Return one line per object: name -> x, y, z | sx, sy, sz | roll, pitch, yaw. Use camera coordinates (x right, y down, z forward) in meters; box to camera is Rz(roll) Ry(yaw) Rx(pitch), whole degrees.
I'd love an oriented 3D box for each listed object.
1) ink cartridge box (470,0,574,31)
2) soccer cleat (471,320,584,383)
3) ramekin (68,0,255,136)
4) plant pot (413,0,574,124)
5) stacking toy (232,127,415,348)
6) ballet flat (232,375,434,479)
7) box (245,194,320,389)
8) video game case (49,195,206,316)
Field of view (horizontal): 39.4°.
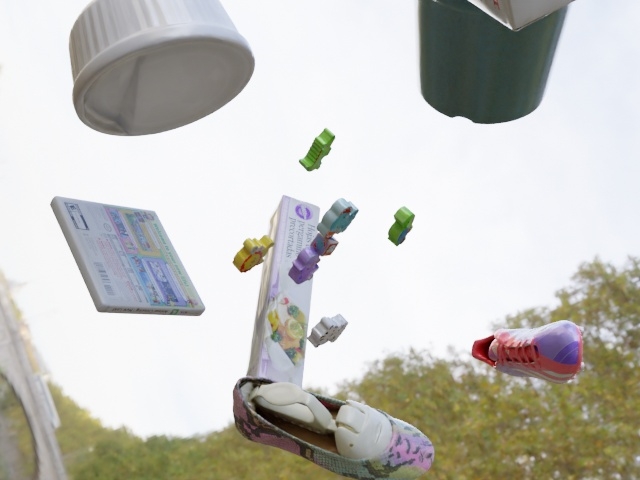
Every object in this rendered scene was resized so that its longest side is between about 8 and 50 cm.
ink cartridge box -> 0.098, -0.211, 0.548 | 0.150, 0.063, 0.109 | 57, -7, 51
soccer cleat -> 0.284, 0.153, 1.225 | 0.248, 0.095, 0.083 | 131, -38, -80
ramekin -> -0.243, -0.273, 1.313 | 0.127, 0.272, 0.273 | 68, -23, 15
plant pot -> 0.307, -0.416, 1.624 | 0.341, 0.341, 0.334 | 51, -26, 38
stacking toy -> 0.000, 0.000, 1.090 | 0.167, 0.052, 0.221 | 44, -63, 23
ballet flat -> 0.005, 0.186, 0.905 | 0.221, 0.077, 0.079 | 12, -40, 22
box -> -0.050, 0.082, 1.213 | 0.067, 0.063, 0.324 | 125, -22, -46
video game case -> -0.290, 0.026, 1.351 | 0.023, 0.193, 0.212 | -48, -123, 26
